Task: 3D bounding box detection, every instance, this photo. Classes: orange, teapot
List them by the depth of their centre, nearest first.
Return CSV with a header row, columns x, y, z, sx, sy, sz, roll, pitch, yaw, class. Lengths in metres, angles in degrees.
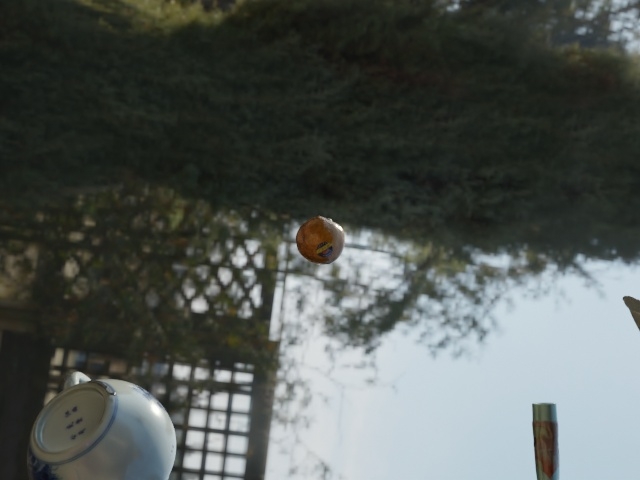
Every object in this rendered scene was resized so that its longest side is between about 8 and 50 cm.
x,y,z,sx,sy,sz,roll,pitch,yaw,class
0.000,0.000,1.649,0.083,0.084,0.083,-172,-90,-81,orange
-0.361,0.381,1.729,0.424,0.252,0.280,52,-8,49,teapot

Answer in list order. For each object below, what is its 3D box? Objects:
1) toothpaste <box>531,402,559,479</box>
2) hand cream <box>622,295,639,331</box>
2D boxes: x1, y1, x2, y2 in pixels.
x,y,z,sx,sy,sz,roll,pitch,yaw,class
0.313,0.327,1.377,0.056,0.036,0.205,13,74,-65,toothpaste
0.429,0.173,1.029,0.089,0.314,0.140,-44,-155,-11,hand cream
